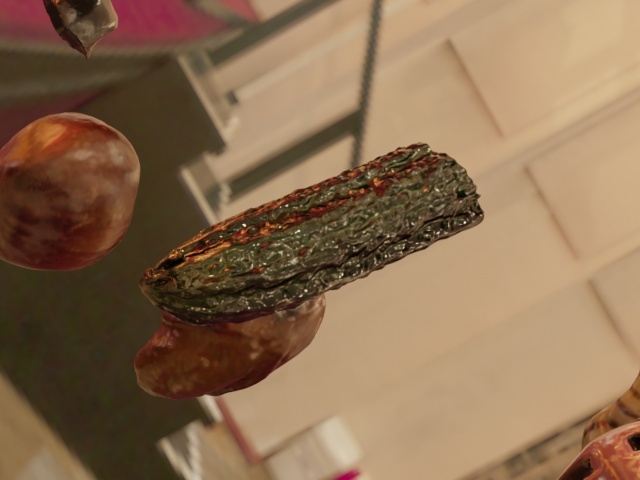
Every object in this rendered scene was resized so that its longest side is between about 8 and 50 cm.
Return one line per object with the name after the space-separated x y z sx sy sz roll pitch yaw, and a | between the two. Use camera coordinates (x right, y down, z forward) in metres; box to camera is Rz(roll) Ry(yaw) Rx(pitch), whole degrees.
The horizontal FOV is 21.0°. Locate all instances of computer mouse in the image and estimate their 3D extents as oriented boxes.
-0.264 -0.269 1.941 0.099 0.057 0.172 54 15 -20 | computer mouse

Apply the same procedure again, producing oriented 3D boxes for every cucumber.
0.001 0.000 1.112 0.265 0.077 0.077 -25 85 -40 | cucumber

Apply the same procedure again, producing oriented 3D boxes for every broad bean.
-0.103 0.095 1.876 0.122 0.228 0.156 60 22 -18 | broad bean

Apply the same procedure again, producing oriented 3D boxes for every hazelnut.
-0.238 -0.044 1.538 0.143 0.154 0.143 22 45 -23 | hazelnut

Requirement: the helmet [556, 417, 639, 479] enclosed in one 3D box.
0.245 0.252 1.397 0.154 0.253 0.198 19 35 -41 | helmet

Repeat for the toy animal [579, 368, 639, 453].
0.304 0.153 1.579 0.073 0.217 0.176 36 14 -53 | toy animal
